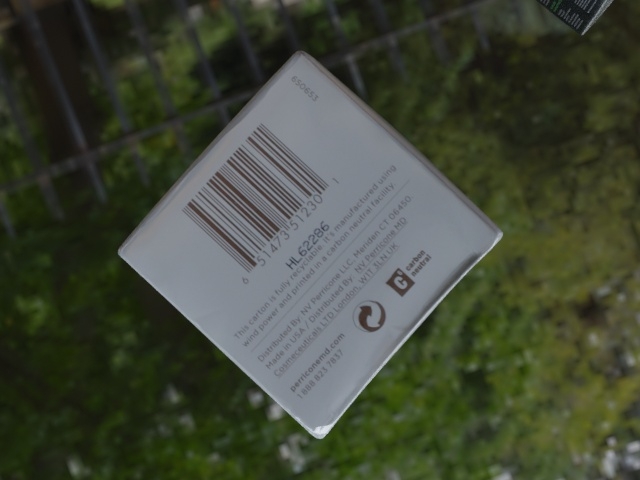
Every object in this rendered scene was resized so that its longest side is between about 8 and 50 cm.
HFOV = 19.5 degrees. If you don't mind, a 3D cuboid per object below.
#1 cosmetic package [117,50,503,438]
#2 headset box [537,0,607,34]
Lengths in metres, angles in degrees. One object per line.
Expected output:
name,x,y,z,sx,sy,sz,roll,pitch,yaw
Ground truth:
cosmetic package,0.000,0.000,2.306,0.329,0.327,0.393,-48,178,4
headset box,0.308,-0.367,1.808,0.283,0.131,0.246,-51,177,-3
